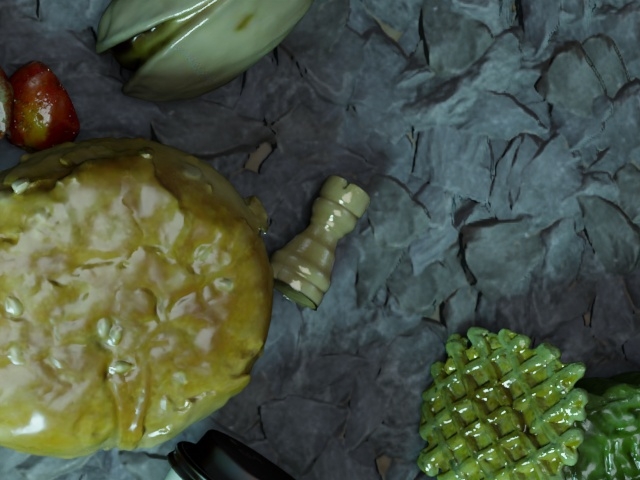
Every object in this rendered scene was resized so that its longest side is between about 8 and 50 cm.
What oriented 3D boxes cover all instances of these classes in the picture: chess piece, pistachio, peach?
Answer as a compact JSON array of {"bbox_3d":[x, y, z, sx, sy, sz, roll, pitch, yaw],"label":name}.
[{"bbox_3d":[0.000,0.000,1.622,0.066,0.066,0.122,35,77,-13],"label":"chess piece"},{"bbox_3d":[-0.100,-0.220,1.550,0.238,0.153,0.137,-36,91,15],"label":"pistachio"},{"bbox_3d":[-0.256,-0.123,1.554,0.077,0.050,0.083,14,84,-16],"label":"peach"}]

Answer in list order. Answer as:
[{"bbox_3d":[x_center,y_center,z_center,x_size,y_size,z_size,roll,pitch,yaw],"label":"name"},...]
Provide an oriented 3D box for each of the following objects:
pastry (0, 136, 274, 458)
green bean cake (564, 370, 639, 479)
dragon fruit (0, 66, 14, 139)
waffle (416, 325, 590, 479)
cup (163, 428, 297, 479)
[{"bbox_3d":[-0.200,0.049,1.502,0.316,0.184,0.284,-16,103,-18],"label":"pastry"},{"bbox_3d":[0.342,0.235,1.686,0.248,0.125,0.222,-14,95,-15],"label":"green bean cake"},{"bbox_3d":[-0.414,-0.094,1.470,0.295,0.130,0.268,-29,106,-10],"label":"dragon fruit"},{"bbox_3d":[0.174,0.170,1.626,0.036,0.183,0.169,14,86,-55],"label":"waffle"},{"bbox_3d":[-0.112,0.322,1.542,0.196,0.196,0.279,36,91,-13],"label":"cup"}]
